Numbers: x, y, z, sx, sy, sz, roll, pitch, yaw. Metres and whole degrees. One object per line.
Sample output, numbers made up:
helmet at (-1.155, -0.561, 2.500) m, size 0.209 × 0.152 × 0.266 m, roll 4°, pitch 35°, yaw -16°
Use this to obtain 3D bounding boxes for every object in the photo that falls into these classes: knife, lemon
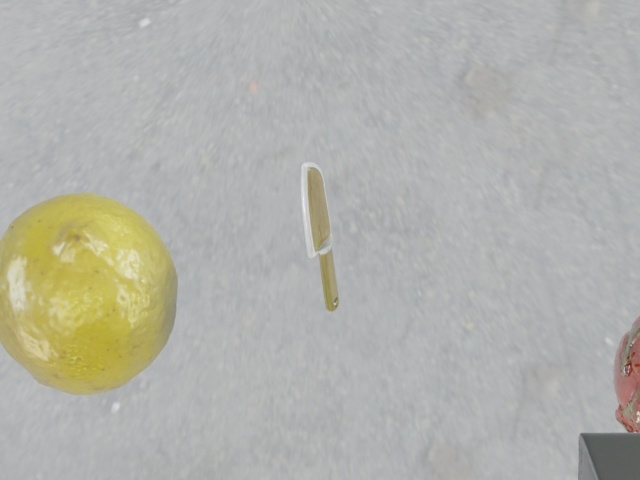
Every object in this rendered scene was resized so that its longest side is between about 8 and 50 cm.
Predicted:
knife at (0.001, 0.000, 1.712) m, size 0.022 × 0.046 × 0.256 m, roll 22°, pitch 143°, yaw 27°
lemon at (-0.313, 0.075, 1.939) m, size 0.253 × 0.253 × 0.310 m, roll 2°, pitch 141°, yaw -2°

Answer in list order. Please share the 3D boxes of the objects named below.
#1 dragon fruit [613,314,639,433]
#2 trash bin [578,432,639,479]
dragon fruit at (0.518, 0.186, 1.890) m, size 0.277 × 0.342 × 0.277 m, roll -13°, pitch 117°, yaw -27°
trash bin at (0.259, 0.192, 0.809) m, size 0.225 × 0.115 × 0.165 m, roll -3°, pitch 123°, yaw -3°
